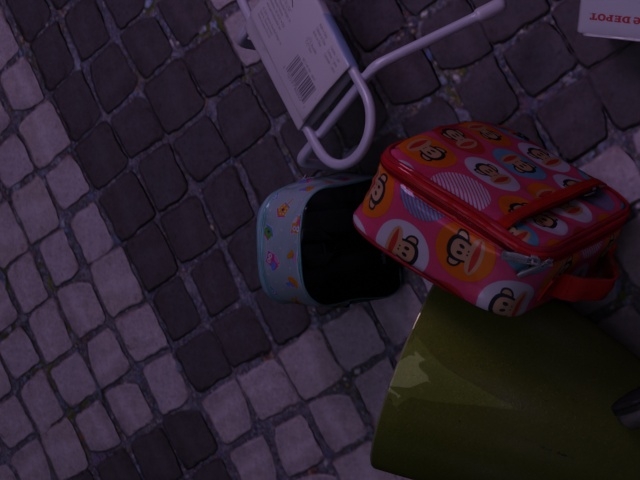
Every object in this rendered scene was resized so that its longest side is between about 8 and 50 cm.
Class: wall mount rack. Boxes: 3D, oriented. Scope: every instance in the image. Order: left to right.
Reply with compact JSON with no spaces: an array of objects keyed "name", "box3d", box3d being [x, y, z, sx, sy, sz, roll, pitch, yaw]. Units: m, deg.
[{"name":"wall mount rack","box3d":[0.042,-0.258,1.705,0.304,0.130,0.350,-47,56,35]}]

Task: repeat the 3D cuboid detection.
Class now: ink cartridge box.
[{"name":"ink cartridge box","box3d":[0.353,-0.302,1.534,0.127,0.072,0.175,12,105,32]}]

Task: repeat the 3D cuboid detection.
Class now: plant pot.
[{"name":"plant pot","box3d":[0.244,0.186,1.605,0.293,0.275,0.274,22,111,14]}]

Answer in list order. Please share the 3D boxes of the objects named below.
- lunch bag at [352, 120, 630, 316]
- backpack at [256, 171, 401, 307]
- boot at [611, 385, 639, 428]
[{"name":"lunch bag","box3d":[0.204,-0.018,1.555,0.258,0.293,0.120,35,118,21]},{"name":"backpack","box3d":[0.000,0.000,1.764,0.144,0.188,0.166,6,103,34]},{"name":"boot","box3d":[0.434,0.205,1.486,0.083,0.246,0.161,150,107,-78]}]
